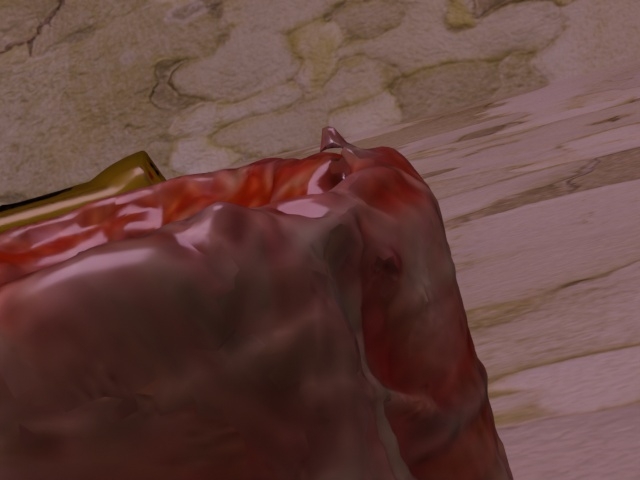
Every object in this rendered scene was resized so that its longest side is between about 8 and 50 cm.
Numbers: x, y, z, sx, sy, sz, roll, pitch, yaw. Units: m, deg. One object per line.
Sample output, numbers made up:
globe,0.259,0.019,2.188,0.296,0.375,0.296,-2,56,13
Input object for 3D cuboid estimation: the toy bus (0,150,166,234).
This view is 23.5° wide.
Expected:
toy bus,-0.161,0.045,0.883,0.331,0.151,0.145,-17,6,-3

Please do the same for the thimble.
thimble,-0.058,0.064,0.504,0.239,0.162,0.239,-16,7,2
